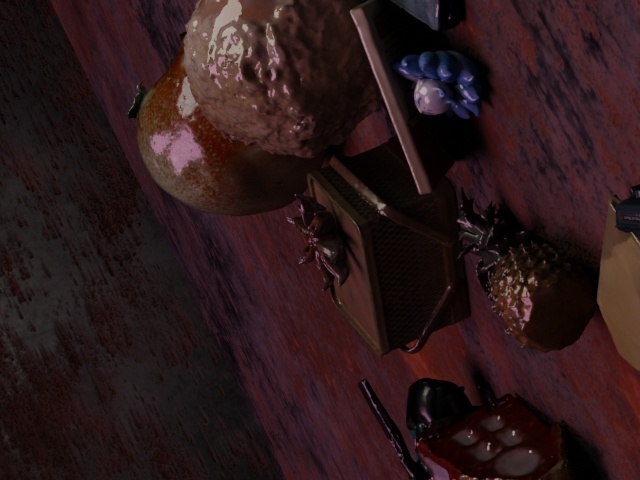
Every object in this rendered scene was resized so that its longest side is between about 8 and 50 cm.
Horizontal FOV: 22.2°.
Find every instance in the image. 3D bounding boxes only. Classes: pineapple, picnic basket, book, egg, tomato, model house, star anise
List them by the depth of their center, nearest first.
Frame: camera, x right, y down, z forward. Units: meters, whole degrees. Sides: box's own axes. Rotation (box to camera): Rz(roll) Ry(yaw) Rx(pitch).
[{"bbox_3d":[0.221,0.034,1.874,0.251,0.125,0.125,-127,20,-57],"label":"pineapple"},{"bbox_3d":[0.101,-0.180,1.945,0.231,0.022,0.162,68,-161,-10],"label":"book"},{"bbox_3d":[-0.041,-0.240,2.051,0.279,0.279,0.310,61,160,16],"label":"egg"},{"bbox_3d":[0.261,0.336,2.086,0.254,0.160,0.196,29,141,61],"label":"model house"},{"bbox_3d":[0.002,0.001,2.125,0.141,0.042,0.141,55,158,36],"label":"star anise"},{"bbox_3d":[0.093,0.011,2.182,0.165,0.139,0.266,48,156,48],"label":"picnic basket"},{"bbox_3d":[-0.113,-0.173,2.395,0.239,0.303,0.303,41,155,22],"label":"tomato"}]

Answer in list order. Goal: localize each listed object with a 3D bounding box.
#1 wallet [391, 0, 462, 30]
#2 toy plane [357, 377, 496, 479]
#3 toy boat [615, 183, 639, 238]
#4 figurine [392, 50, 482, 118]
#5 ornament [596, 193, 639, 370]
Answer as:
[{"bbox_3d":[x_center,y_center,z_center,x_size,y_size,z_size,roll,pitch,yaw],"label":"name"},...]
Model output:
[{"bbox_3d":[0.079,-0.420,1.784,0.190,0.046,0.379,48,155,45],"label":"wallet"},{"bbox_3d":[0.191,0.334,2.269,0.106,0.155,0.381,-9,107,56],"label":"toy plane"},{"bbox_3d":[0.331,-0.022,1.527,0.141,0.055,0.060,-173,68,-71],"label":"toy boat"},{"bbox_3d":[0.144,-0.178,1.863,0.114,0.079,0.114,35,163,12],"label":"figurine"},{"bbox_3d":[0.325,0.039,1.636,0.201,0.059,0.180,140,108,-75],"label":"ornament"}]
